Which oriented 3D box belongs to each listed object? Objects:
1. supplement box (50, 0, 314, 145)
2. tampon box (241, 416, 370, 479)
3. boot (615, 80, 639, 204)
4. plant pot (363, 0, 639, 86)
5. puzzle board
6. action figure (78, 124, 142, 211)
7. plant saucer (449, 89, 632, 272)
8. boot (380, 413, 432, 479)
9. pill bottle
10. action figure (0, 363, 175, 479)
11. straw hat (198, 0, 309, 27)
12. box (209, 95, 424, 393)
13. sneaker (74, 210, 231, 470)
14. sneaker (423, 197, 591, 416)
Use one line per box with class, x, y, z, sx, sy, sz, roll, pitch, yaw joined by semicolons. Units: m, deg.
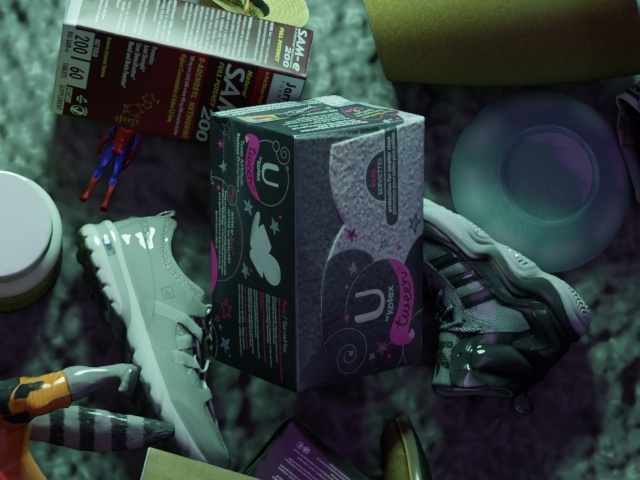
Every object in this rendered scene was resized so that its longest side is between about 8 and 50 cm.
supplement box;-0.137;-0.167;1.910;0.239;0.130;0.073;11;49;-5
tampon box;-0.044;0.267;1.868;0.101;0.120;0.161;39;79;0
boot;0.365;-0.161;1.998;0.123;0.095;0.258;-5;83;-15
plant pot;0.174;-0.250;1.941;0.254;0.237;0.237;-14;83;7
puzzle board;-0.115;0.251;1.769;0.128;0.011;0.096;20;77;-30
action figure;-0.207;-0.086;1.947;0.038;0.030;0.115;25;74;-9
plant saucer;0.232;-0.065;1.997;0.195;0.037;0.195;1;82;-8
boot;0.065;0.301;1.847;0.115;0.112;0.305;-14;49;13
pill bottle;-0.302;0.000;1.829;0.119;0.208;0.119;1;81;-8
action figure;-0.317;0.223;1.813;0.330;0.178;0.341;8;121;17
straw hat;-0.089;-0.235;1.966;0.144;0.144;0.061;31;119;-2
box;0.000;0.000;1.837;0.163;0.142;0.247;-11;109;-36
sneaker;-0.138;0.099;1.890;0.115;0.105;0.281;-21;88;-17
sneaker;0.128;0.066;1.929;0.269;0.101;0.153;31;76;-5
